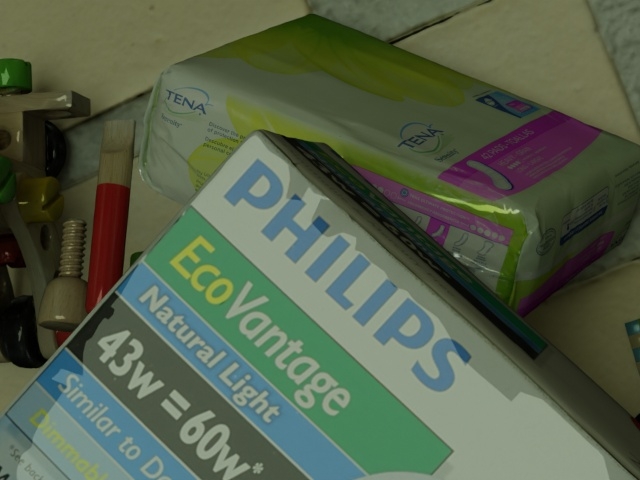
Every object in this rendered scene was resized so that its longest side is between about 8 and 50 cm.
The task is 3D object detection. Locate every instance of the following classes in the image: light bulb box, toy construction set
[{"bbox_3d":[-0.005,0.184,1.098,0.358,0.225,0.361,42,97,7],"label":"light bulb box"},{"bbox_3d":[-0.232,-0.043,1.417,0.309,0.257,0.237,-8,72,42],"label":"toy construction set"}]

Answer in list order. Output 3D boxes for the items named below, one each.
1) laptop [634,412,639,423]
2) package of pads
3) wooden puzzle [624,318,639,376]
[{"bbox_3d":[0.382,0.222,1.149,0.382,0.236,0.408,-49,29,20],"label":"laptop"},{"bbox_3d":[0.049,-0.052,1.325,0.296,0.229,0.101,24,116,22],"label":"package of pads"},{"bbox_3d":[0.247,0.075,1.362,0.049,0.006,0.083,-18,78,18],"label":"wooden puzzle"}]
